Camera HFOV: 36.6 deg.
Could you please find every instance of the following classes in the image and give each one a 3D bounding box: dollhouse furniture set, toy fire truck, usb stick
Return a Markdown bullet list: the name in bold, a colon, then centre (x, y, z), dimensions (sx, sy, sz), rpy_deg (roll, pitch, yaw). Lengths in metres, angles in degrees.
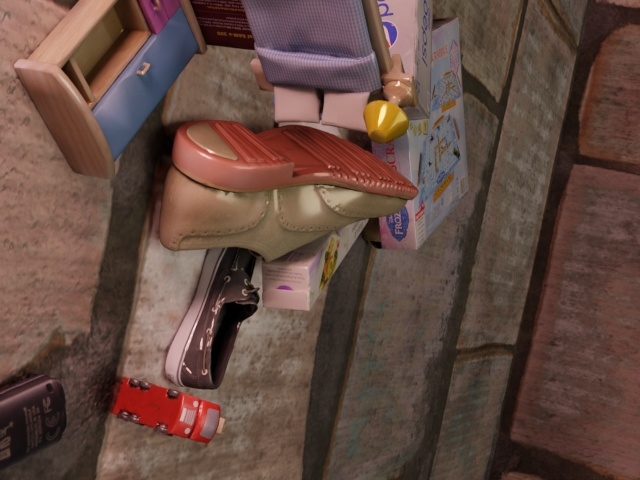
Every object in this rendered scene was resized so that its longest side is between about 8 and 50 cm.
- **dollhouse furniture set**: centre (-0.089, -0.185, 0.842), dimensions (0.198, 0.303, 0.286), rpy_deg (-62, 151, -32)
- **toy fire truck**: centre (-0.153, 0.195, 1.075), dimensions (0.135, 0.192, 0.047), rpy_deg (25, 75, -36)
- **usb stick**: centre (-0.322, 0.185, 0.823), dimensions (0.278, 0.045, 0.077), rpy_deg (-22, 113, -61)

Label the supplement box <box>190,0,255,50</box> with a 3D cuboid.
- **supplement box**: centre (-0.109, -0.301, 0.954), dimensions (0.073, 0.130, 0.239), rpy_deg (-62, 152, -31)

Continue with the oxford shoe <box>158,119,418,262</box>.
- **oxford shoe**: centre (-0.037, -0.054, 1.186), dimensions (0.397, 0.140, 0.147), rpy_deg (2, 120, -45)

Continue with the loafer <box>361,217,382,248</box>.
- **loafer**: centre (0.091, -0.024, 1.589), dimensions (0.148, 0.056, 0.050), rpy_deg (40, 59, -62)

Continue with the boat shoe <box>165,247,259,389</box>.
- **boat shoe**: centre (-0.112, 0.077, 1.181), dimensions (0.229, 0.076, 0.080), rpy_deg (-66, 153, -24)

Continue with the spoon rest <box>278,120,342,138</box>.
- **spoon rest**: centre (-0.015, -0.175, 1.297), dimensions (0.137, 0.084, 0.276), rpy_deg (-50, 157, -43)

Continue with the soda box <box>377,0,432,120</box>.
- **soda box**: centre (0.102, -0.313, 1.360), dimensions (0.091, 0.098, 0.286), rpy_deg (39, 51, -63)

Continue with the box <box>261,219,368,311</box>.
- **box**: centre (0.000, 0.000, 1.327), dimensions (0.324, 0.067, 0.063), rpy_deg (-55, 148, -63)

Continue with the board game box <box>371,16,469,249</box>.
- **board game box**: centre (0.166, -0.186, 1.593), dimensions (0.318, 0.065, 0.318), rpy_deg (-40, 128, -60)
